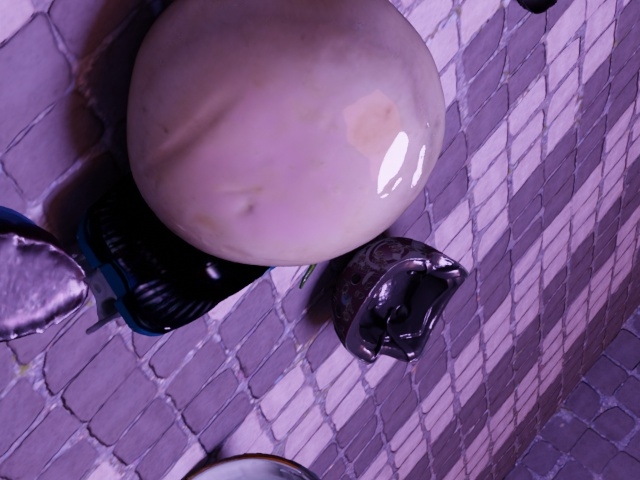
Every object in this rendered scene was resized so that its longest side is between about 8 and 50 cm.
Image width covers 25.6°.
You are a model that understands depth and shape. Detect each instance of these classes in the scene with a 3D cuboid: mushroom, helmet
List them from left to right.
[{"bbox_3d":[-0.033,-0.099,1.092,0.246,0.202,0.246,-6,115,-12],"label":"mushroom"},{"bbox_3d":[0.076,0.058,1.666,0.177,0.107,0.153,9,119,-45],"label":"helmet"}]

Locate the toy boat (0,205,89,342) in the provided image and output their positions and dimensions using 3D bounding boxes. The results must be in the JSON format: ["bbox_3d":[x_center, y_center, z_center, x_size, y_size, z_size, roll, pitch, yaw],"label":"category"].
[{"bbox_3d":[-0.247,0.020,0.950,0.223,0.097,0.100,9,100,-65],"label":"toy boat"}]

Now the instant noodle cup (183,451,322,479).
[{"bbox_3d":[-0.073,0.398,1.650,0.296,0.296,0.214,-46,148,-22],"label":"instant noodle cup"}]

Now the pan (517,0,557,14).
[{"bbox_3d":[0.292,-0.349,1.590,0.212,0.040,0.115,-48,158,2],"label":"pan"}]

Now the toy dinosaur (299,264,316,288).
[{"bbox_3d":[0.000,-0.001,1.536,0.060,0.029,0.119,18,113,-51],"label":"toy dinosaur"}]

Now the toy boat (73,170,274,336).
[{"bbox_3d":[-0.096,-0.022,1.213,0.092,0.134,0.299,-24,-173,43],"label":"toy boat"}]
